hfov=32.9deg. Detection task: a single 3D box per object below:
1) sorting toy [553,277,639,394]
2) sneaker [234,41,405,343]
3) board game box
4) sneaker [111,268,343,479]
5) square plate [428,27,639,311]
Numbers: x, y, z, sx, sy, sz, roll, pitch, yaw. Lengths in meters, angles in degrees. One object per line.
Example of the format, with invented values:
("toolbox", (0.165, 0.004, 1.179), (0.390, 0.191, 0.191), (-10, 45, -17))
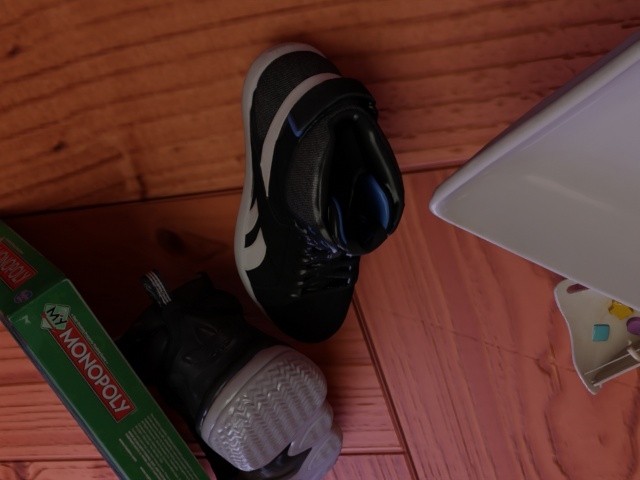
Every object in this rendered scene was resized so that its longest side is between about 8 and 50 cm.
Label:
("sorting toy", (0.191, 0.046, 0.697), (0.083, 0.045, 0.075), (-33, 102, 34))
("sneaker", (0.000, 0.000, 0.662), (0.079, 0.121, 0.217), (-17, 126, -17))
("board game box", (-0.144, 0.135, 0.786), (0.213, 0.046, 0.317), (25, 148, 59))
("sneaker", (-0.068, 0.113, 0.795), (0.153, 0.101, 0.269), (43, 160, 23))
("square plate", (0.288, -0.052, 0.517), (0.344, 0.049, 0.347), (23, 139, -27))
